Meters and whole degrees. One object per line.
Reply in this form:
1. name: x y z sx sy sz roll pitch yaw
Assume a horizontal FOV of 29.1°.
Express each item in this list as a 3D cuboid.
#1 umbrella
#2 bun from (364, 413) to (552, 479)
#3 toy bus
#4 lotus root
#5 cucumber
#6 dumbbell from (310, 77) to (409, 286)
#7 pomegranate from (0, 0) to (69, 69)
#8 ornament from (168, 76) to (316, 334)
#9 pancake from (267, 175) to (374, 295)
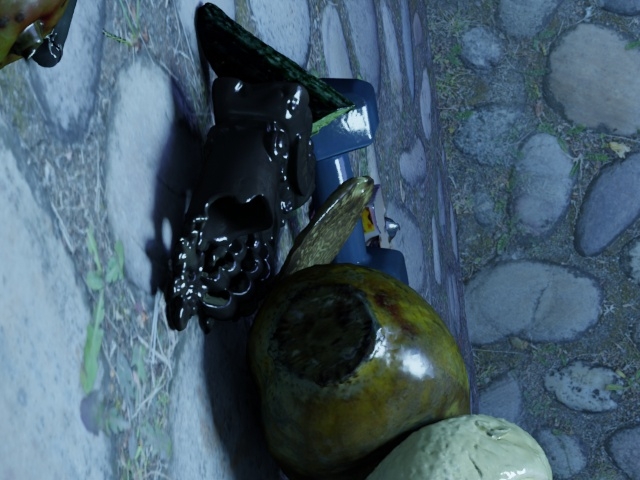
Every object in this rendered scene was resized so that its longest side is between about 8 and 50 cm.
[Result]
1. umbrella: -0.206 -0.189 0.969 0.036 0.031 0.133 64 24 -50
2. bun: 0.145 0.296 1.279 0.153 0.244 0.244 50 -5 31
3. toy bus: 0.068 0.057 1.807 0.090 0.112 0.274 -69 149 -63
4. lotus root: 0.040 0.158 1.347 0.346 0.251 0.250 67 21 -61
5. cucumber: -0.067 -0.177 1.336 0.046 0.220 0.070 -12 136 -60
6. dumbbell: 0.021 -0.046 1.602 0.144 0.160 0.324 -137 -147 -62
7. pomegranate: -0.221 -0.180 0.678 0.205 0.159 0.159 57 10 10
8. ornament: -0.084 -0.007 1.257 0.251 0.106 0.260 81 21 -63
9. pancake: 0.001 0.001 1.445 0.199 0.021 0.199 -50 167 -16
